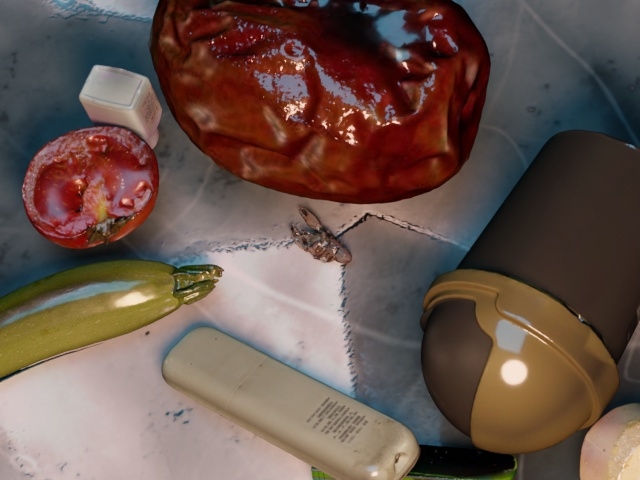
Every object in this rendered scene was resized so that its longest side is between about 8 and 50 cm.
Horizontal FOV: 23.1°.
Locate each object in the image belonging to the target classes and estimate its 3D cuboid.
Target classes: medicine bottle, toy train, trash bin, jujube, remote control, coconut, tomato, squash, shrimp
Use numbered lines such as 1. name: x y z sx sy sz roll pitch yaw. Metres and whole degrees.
1. medicine bottle: -0.227 -0.149 1.826 0.074 0.118 0.055 13 66 17
2. toy train: 0.098 0.240 1.617 0.209 0.042 0.044 3 43 10
3. trash bin: 0.226 0.062 1.592 0.214 0.214 0.333 24 66 20
4. jujube: -0.007 -0.186 1.726 0.377 0.276 0.276 14 66 25
5. remote control: -0.037 0.173 1.646 0.310 0.038 0.090 24 53 29
6. coconut: 0.317 0.224 1.551 0.116 0.122 0.116 -1 96 -12
7. tomato: -0.256 -0.053 1.798 0.159 0.091 0.139 -24 67 -2
8. squash: -0.271 0.075 1.739 0.341 0.094 0.094 -20 62 2
9. shrimp: -0.004 0.001 1.766 0.038 0.029 0.092 -42 59 -3
